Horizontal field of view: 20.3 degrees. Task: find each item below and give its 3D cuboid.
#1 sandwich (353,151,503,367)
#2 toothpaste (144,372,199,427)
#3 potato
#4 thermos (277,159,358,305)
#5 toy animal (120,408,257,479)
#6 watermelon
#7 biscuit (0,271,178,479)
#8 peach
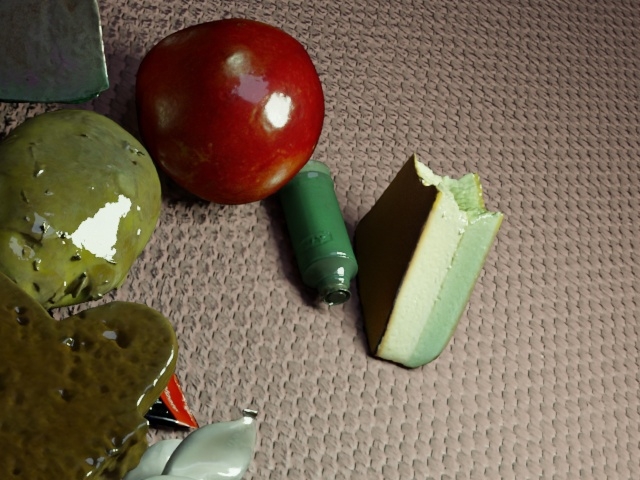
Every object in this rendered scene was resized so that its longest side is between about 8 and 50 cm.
[{"bbox_3d":[0.132,0.019,2.160,0.108,0.186,0.220,20,41,-23],"label":"sandwich"},{"bbox_3d":[-0.206,0.159,1.824,0.193,0.045,0.071,8,47,-46],"label":"toothpaste"},{"bbox_3d":[-0.270,-0.033,1.883,0.191,0.141,0.296,39,38,-11],"label":"potato"},{"bbox_3d":[-0.003,-0.002,2.163,0.073,0.083,0.188,-3,52,-17],"label":"thermos"},{"bbox_3d":[-0.093,0.318,1.648,0.310,0.183,0.247,43,30,12],"label":"toy animal"},{"bbox_3d":[-0.351,-0.298,2.051,0.222,0.319,0.292,-12,101,-71],"label":"watermelon"},{"bbox_3d":[-0.351,0.134,1.570,0.394,0.076,0.368,27,48,17],"label":"biscuit"},{"bbox_3d":[-0.112,-0.159,2.112,0.243,0.199,0.243,16,41,-15],"label":"peach"}]
